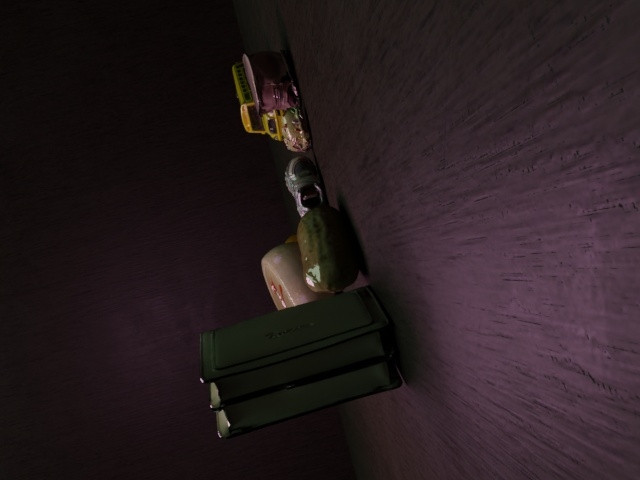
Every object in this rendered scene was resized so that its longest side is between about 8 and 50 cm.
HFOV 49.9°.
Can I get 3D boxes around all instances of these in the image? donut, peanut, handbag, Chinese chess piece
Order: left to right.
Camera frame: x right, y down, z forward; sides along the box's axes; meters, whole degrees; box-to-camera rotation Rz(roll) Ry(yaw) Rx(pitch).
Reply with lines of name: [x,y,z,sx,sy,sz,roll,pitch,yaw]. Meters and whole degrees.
handbag: [-0.127,-0.412,1.812,0.205,0.117,0.179,-164,59,-84]
donut: [-0.065,-0.280,1.794,0.166,0.065,0.108,153,102,-85]
handbag: [-0.045,0.221,1.334,0.236,0.359,0.160,-114,9,-64]
Chinese chess piece: [-0.055,0.167,2.112,0.338,0.141,0.338,55,162,27]
peanut: [0.012,0.015,1.483,0.137,0.122,0.253,66,-174,-50]

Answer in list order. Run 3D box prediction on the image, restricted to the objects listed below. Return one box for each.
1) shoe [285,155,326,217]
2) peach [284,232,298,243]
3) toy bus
shoe: [-0.037,-0.132,1.775,0.092,0.089,0.180,-157,50,-85]
peach: [-0.065,0.090,2.466,0.251,0.153,0.250,-179,90,-81]
toy bus: [-0.191,-0.453,2.215,0.144,0.152,0.330,82,172,-45]
